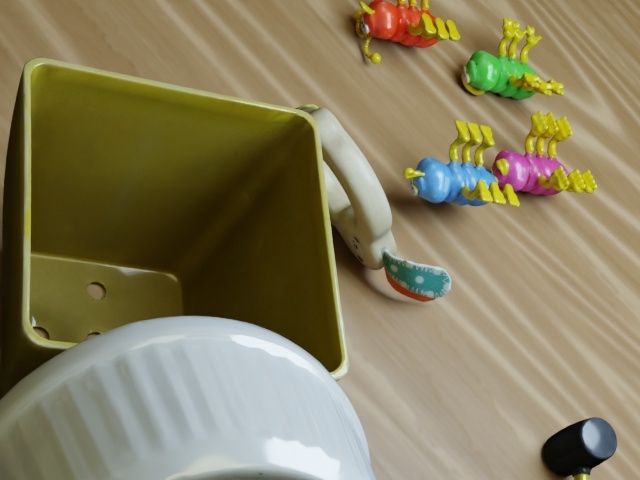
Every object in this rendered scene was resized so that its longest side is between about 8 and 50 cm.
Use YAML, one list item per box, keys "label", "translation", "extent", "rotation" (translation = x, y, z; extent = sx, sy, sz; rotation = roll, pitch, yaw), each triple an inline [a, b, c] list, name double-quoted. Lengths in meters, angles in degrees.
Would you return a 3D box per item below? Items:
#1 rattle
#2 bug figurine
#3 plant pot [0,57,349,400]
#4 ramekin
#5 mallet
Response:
- label: "rattle"
  translation: [0.000, 0.000, 1.139]
  extent: [0.143, 0.130, 0.199]
  rotation: [-37, 108, -30]
- label: "bug figurine"
  translation: [0.140, -0.121, 1.296]
  extent: [0.216, 0.072, 0.279]
  rotation: [10, 50, -32]
- label: "plant pot"
  translation: [-0.127, 0.030, 0.964]
  extent: [0.212, 0.187, 0.212]
  rotation: [10, 55, -25]
- label: "ramekin"
  translation: [-0.079, 0.190, 0.817]
  extent: [0.273, 0.272, 0.127]
  rotation: [7, 19, -26]
- label: "mallet"
  translation: [0.213, 0.231, 1.106]
  extent: [0.039, 0.062, 0.189]
  rotation: [13, 54, -20]
